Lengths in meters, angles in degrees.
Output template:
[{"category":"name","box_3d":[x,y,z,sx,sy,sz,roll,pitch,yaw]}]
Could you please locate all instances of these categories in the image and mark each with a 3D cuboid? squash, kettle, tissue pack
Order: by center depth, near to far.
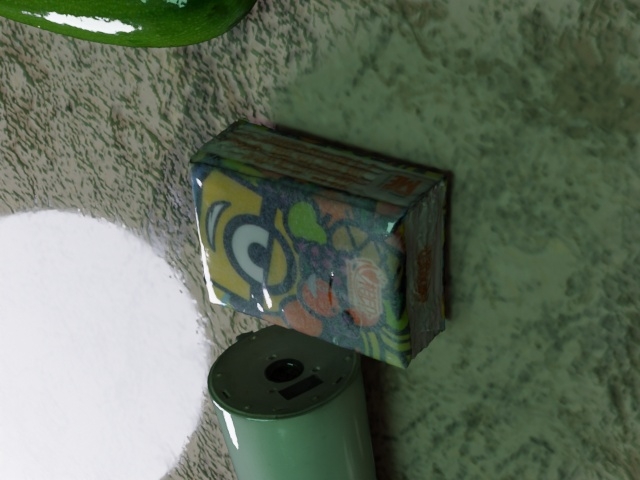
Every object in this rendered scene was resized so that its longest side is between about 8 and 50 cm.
[{"category":"tissue pack","box_3d":[0.000,0.000,0.686,0.148,0.060,0.108,17,129,30]},{"category":"squash","box_3d":[-0.152,-0.163,0.688,0.292,0.082,0.082,19,129,33]},{"category":"kettle","box_3d":[-0.022,0.138,0.777,0.127,0.098,0.148,10,128,30]}]
